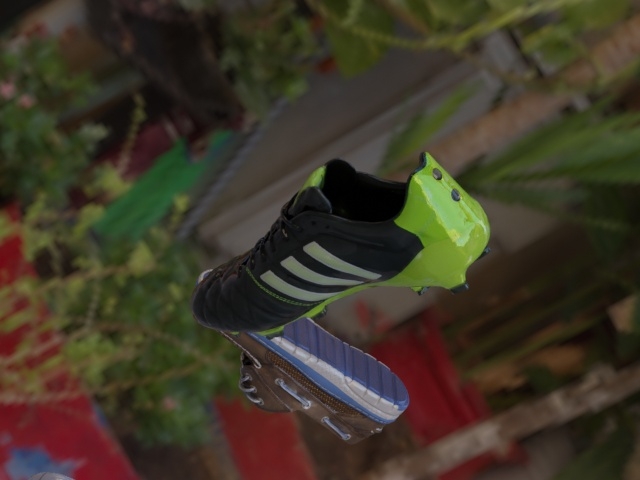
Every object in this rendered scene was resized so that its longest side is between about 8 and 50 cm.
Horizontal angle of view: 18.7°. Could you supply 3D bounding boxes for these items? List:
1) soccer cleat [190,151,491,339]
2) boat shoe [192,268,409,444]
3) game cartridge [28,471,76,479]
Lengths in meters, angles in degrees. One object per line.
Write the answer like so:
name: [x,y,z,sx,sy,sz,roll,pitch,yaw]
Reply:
soccer cleat: [0.000,0.000,0.935,0.072,0.179,0.060,55,41,-23]
boat shoe: [-0.025,0.091,1.396,0.183,0.066,0.066,35,22,-15]
game cartridge: [-0.075,0.270,0.911,0.294,0.060,0.196,45,60,-29]
